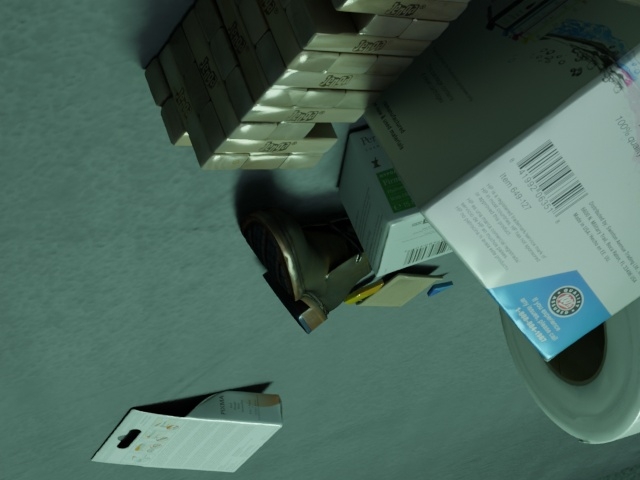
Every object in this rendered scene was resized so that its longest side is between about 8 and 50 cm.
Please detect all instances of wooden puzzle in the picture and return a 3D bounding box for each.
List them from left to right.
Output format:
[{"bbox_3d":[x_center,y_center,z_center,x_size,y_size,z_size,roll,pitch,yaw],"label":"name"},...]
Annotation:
[{"bbox_3d":[0.080,0.049,1.349,0.079,0.014,0.116,-31,156,29],"label":"wooden puzzle"}]

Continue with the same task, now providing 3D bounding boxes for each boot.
[{"bbox_3d":[0.000,0.000,1.112,0.106,0.082,0.219,-37,161,-8],"label":"boot"}]

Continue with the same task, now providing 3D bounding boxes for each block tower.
[{"bbox_3d":[0.026,-0.160,0.739,0.097,0.091,0.335,-4,151,-39],"label":"block tower"}]

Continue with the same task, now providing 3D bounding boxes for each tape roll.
[{"bbox_3d":[0.307,0.060,1.284,0.169,0.246,0.246,-11,155,-24],"label":"tape roll"}]

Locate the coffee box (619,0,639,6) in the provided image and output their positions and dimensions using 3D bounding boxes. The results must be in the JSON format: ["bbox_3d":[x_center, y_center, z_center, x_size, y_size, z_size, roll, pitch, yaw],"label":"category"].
[{"bbox_3d":[0.126,-0.210,0.517,0.141,0.246,0.098,2,146,-45],"label":"coffee box"}]

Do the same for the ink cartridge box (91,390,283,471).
[{"bbox_3d":[-0.152,0.213,1.486,0.179,0.045,0.145,11,144,-24],"label":"ink cartridge box"}]

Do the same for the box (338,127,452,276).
[{"bbox_3d":[0.079,-0.041,1.052,0.101,0.087,0.102,-18,156,-13],"label":"box"}]

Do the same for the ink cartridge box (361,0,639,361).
[{"bbox_3d":[0.169,-0.083,0.830,0.233,0.168,0.171,-36,128,8],"label":"ink cartridge box"}]
